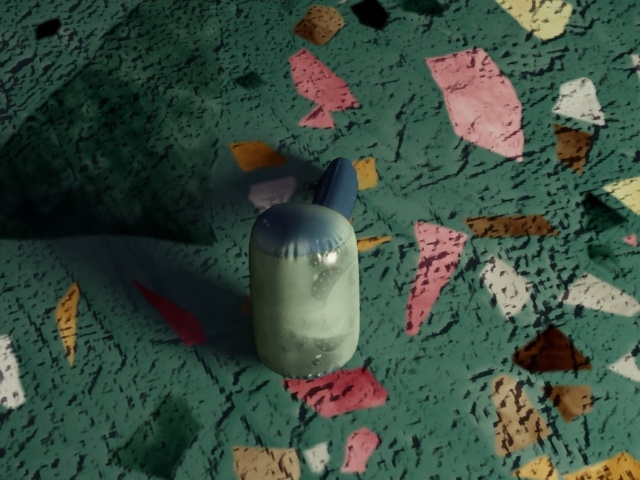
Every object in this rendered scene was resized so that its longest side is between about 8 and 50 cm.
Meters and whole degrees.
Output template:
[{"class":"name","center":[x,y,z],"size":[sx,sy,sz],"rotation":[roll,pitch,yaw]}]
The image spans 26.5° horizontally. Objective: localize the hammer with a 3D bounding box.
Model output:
[{"class":"hammer","center":[0.000,0.000,0.908],"size":[0.069,0.116,0.194],"rotation":[3,32,9]}]
